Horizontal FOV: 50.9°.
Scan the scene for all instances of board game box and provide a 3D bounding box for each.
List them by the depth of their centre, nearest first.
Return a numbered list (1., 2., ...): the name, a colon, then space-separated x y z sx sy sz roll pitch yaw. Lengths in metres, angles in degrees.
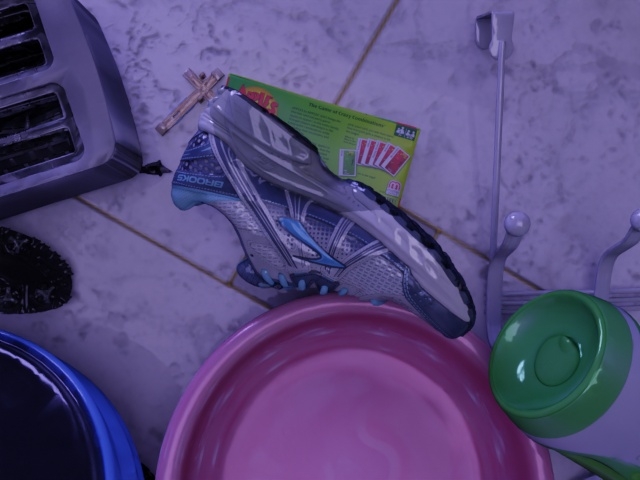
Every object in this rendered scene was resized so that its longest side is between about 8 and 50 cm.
1. board game box: -0.009 -0.082 0.626 0.181 0.043 0.092 16 89 -4

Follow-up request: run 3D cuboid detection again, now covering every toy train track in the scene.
1. toy train track: -0.124 -0.132 0.634 0.048 0.014 0.083 45 88 -2

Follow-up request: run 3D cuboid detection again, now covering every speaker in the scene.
1. speaker: 0.280 0.157 0.563 0.296 0.131 0.131 33 88 -23

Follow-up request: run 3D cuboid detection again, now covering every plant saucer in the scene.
1. plant saucer: 0.029 0.212 0.580 0.332 0.084 0.332 2 75 -6

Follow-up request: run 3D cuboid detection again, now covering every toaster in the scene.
1. toaster: -0.249 -0.115 0.578 0.185 0.110 0.168 -18 92 -4

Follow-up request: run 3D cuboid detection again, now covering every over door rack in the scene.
1. over door rack: 0.269 -0.061 0.611 0.239 0.108 0.324 -1 90 -4

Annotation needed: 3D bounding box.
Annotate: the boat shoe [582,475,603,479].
1. boat shoe: 0.214 0.365 0.610 0.116 0.099 0.319 36 88 -2

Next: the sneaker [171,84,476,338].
1. sneaker: 0.000 0.000 0.565 0.283 0.110 0.122 38 99 4

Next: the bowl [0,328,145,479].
1. bowl: -0.323 0.226 0.474 0.391 0.077 0.391 0 49 0

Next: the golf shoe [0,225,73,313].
1. golf shoe: -0.326 0.028 0.598 0.198 0.094 0.077 13 69 -27

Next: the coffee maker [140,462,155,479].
1. coffee maker: -0.213 0.288 0.589 0.178 0.120 0.171 -33 66 -4
